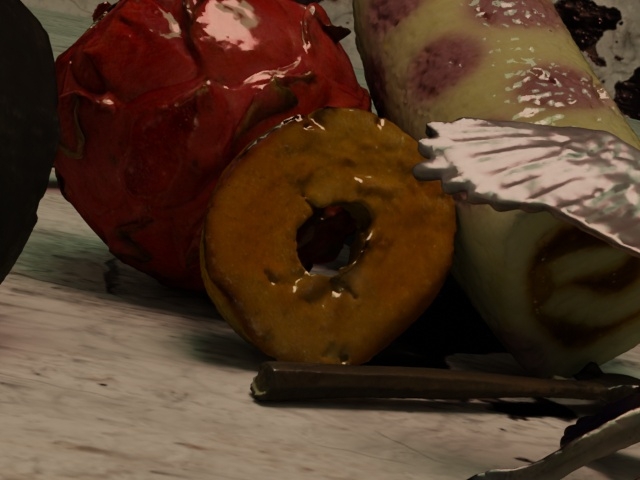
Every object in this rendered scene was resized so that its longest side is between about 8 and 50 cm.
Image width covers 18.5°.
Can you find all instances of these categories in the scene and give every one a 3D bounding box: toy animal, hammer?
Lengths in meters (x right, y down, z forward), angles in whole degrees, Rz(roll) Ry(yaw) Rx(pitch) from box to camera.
[{"bbox_3d":[0.209,0.032,1.024,0.302,0.225,0.284,-20,19,11],"label":"toy animal"},{"bbox_3d":[0.090,0.093,1.237,0.297,0.027,0.125,5,7,-28],"label":"hammer"}]

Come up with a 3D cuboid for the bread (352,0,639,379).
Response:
[{"bbox_3d":[0.131,-0.071,1.423,0.155,0.187,0.338,-19,43,-5],"label":"bread"}]

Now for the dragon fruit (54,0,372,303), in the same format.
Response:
[{"bbox_3d":[-0.076,-0.076,1.408,0.252,0.241,0.241,22,10,-4],"label":"dragon fruit"}]

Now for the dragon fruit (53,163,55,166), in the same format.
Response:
[{"bbox_3d":[-0.187,-0.064,1.749,0.192,0.122,0.092,0,-25,-31],"label":"dragon fruit"}]

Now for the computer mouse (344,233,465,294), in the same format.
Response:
[{"bbox_3d":[0.139,-0.019,1.623,0.371,0.122,0.188,10,18,17],"label":"computer mouse"}]

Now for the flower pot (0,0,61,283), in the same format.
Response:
[{"bbox_3d":[-0.305,-0.092,1.150,0.251,0.379,0.379,25,-1,-40],"label":"flower pot"}]

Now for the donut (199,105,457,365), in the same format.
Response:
[{"bbox_3d":[0.000,0.000,1.282,0.178,0.162,0.065,-31,6,-24],"label":"donut"}]
